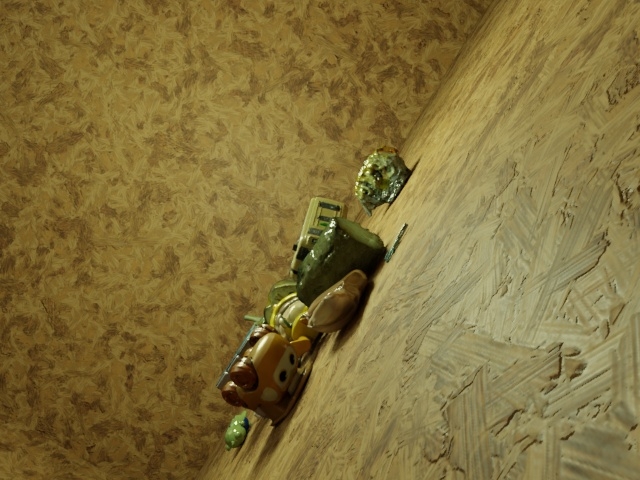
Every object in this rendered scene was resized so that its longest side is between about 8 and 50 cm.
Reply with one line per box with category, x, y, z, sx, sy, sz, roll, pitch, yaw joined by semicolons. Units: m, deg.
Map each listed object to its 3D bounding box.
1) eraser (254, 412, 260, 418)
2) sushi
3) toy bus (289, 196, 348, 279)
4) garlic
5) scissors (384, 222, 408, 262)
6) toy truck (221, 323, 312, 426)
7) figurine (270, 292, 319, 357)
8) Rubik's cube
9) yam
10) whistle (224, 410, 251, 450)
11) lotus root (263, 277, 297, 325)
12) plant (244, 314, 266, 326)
eraser;-0.232;0.670;2.302;0.105;0.026;0.065;-59;-1;-5
sushi;0.242;-0.241;2.283;0.274;0.184;0.139;-63;-5;28
toy bus;0.000;0.000;2.029;0.365;0.177;0.201;-79;3;-59
garlic;0.050;0.180;1.581;0.228;0.110;0.217;-41;2;46
scissors;0.207;0.007;1.542;0.119;0.014;0.058;-61;6;6
toy truck;-0.162;0.414;1.714;0.288;0.212;0.204;-62;-1;43
figurine;-0.072;0.291;1.939;0.215;0.187;0.344;-49;9;-4
Rubik's cube;-0.222;0.477;2.091;0.224;0.221;0.231;-58;2;5
yam;0.051;0.078;1.750;0.300;0.195;0.195;-57;2;26
whistle;-0.342;0.789;2.366;0.105;0.085;0.227;-58;3;16
lotus root;-0.103;0.266;2.277;0.250;0.251;0.346;-58;2;1
plant;-0.191;0.373;2.550;0.261;0.305;0.297;-36;43;0
